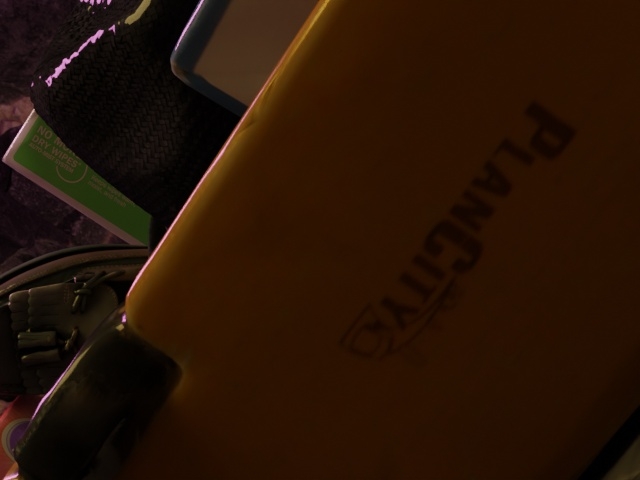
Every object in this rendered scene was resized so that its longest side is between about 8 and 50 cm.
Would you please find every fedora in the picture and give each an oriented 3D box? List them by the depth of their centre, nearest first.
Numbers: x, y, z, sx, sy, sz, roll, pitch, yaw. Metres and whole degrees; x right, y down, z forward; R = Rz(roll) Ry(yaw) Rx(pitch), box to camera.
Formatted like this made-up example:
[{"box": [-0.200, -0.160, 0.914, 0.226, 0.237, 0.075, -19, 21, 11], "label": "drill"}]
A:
[{"box": [-0.072, -0.110, 1.140, 0.334, 0.152, 0.334, -54, 21, 31], "label": "fedora"}]

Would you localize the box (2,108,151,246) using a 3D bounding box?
[{"box": [-0.110, -0.050, 1.652, 0.127, 0.262, 0.231, -56, 4, 3], "label": "box"}]

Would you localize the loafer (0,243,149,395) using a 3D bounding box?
[{"box": [-0.129, 0.051, 1.371, 0.267, 0.096, 0.084, -14, 17, -13], "label": "loafer"}]

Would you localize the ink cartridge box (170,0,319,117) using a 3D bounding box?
[{"box": [0.134, -0.213, 0.685, 0.395, 0.151, 0.270, -56, 3, -38], "label": "ink cartridge box"}]

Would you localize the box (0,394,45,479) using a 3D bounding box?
[{"box": [-0.201, 0.217, 1.362, 0.154, 0.142, 0.300, -54, 4, 19], "label": "box"}]

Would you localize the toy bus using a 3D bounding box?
[{"box": [0.028, -0.002, 0.462, 0.332, 0.108, 0.130, -55, 2, 25], "label": "toy bus"}]
